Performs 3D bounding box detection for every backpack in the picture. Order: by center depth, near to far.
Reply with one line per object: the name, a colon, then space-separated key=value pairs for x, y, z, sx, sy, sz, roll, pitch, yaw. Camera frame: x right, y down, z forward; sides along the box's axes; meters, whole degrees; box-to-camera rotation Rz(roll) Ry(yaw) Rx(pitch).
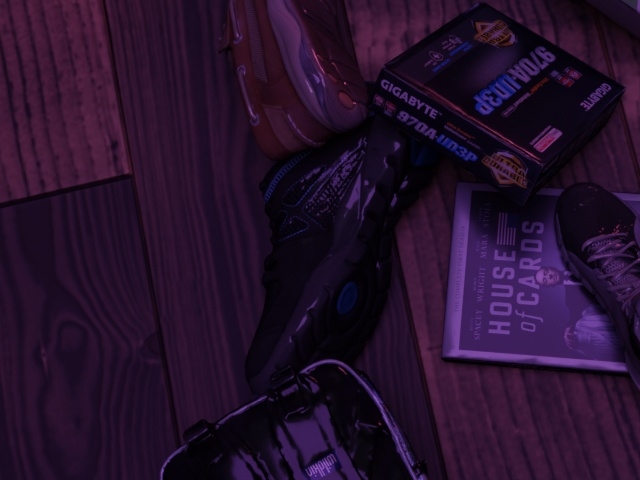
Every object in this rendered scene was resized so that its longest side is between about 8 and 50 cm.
backpack: x=0.004 y=0.262 z=1.296 sx=0.225 sy=0.191 sz=0.253 roll=-32 pitch=69 yaw=2

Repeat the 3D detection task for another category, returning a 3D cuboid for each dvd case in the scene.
dvd case: x=0.243 y=0.038 z=1.400 sx=0.239 sy=0.029 sz=0.179 roll=4 pitch=77 yaw=8

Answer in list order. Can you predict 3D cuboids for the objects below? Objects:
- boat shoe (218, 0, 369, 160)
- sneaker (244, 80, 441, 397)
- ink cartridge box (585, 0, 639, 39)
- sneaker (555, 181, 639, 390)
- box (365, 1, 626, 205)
boat shoe: x=-0.052 y=-0.210 z=1.423 sx=0.116 sy=0.123 sz=0.324 roll=-36 pitch=43 yaw=22
sneaker: x=0.000 y=0.000 z=1.412 sx=0.140 sy=0.125 sz=0.341 roll=18 pitch=73 yaw=28
ink cartridge box: x=0.343 y=-0.310 z=1.396 sx=0.154 sy=0.093 sz=0.212 roll=33 pitch=90 yaw=-13
sneaker: x=0.288 y=0.034 z=1.311 sx=0.086 sy=0.132 sz=0.228 roll=-27 pitch=75 yaw=0
box: x=0.170 y=-0.135 z=1.371 sx=0.175 sy=0.220 sz=0.051 roll=34 pitch=128 yaw=15
